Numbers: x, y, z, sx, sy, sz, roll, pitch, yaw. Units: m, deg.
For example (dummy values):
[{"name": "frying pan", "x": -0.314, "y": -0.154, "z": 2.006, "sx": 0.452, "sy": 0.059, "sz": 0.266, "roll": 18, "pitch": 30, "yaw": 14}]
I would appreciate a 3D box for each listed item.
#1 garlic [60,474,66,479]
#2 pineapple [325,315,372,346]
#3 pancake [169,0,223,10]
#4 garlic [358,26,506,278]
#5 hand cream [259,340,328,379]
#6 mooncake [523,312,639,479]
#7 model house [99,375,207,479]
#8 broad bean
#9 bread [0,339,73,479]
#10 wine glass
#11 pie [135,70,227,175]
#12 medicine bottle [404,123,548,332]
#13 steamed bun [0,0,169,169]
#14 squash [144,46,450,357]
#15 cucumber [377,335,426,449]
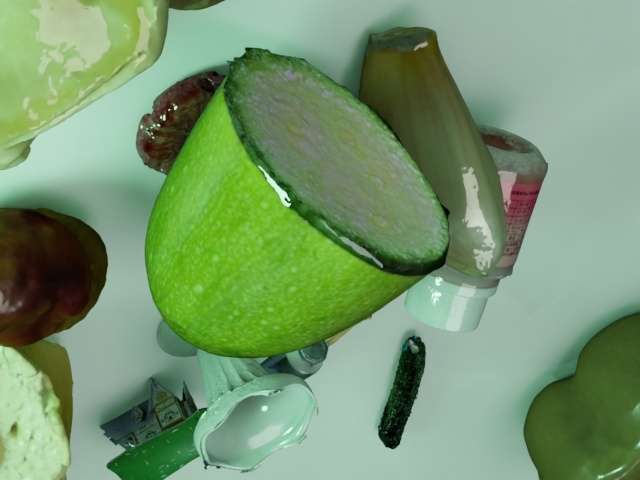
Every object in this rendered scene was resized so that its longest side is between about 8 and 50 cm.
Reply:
[{"name": "garlic", "x": -0.407, "y": 0.371, "z": 2.008, "sx": 0.245, "sy": 0.253, "sz": 0.245, "roll": -28, "pitch": 147, "yaw": -20}, {"name": "pineapple", "x": 0.007, "y": 0.110, "z": 2.147, "sx": 0.137, "sy": 0.069, "sz": 0.116, "roll": -3, "pitch": 136, "yaw": -38}, {"name": "pancake", "x": -0.103, "y": -0.338, "z": 1.508, "sx": 0.294, "sy": 0.049, "sz": 0.294, "roll": -18, "pitch": 144, "yaw": -14}, {"name": "garlic", "x": 0.124, "y": -0.104, "z": 1.855, "sx": 0.143, "sy": 0.112, "sz": 0.318, "roll": -7, "pitch": 120, "yaw": 30}, {"name": "hand cream", "x": -0.062, "y": 0.180, "z": 2.145, "sx": 0.088, "sy": 0.055, "sz": 0.256, "roll": -8, "pitch": 165, "yaw": -31}, {"name": "mooncake", "x": 0.563, "y": 0.320, "z": 2.676, "sx": 0.467, "sy": 0.262, "sz": 0.467, "roll": -19, "pitch": 146, "yaw": -14}, {"name": "model house", "x": -0.213, "y": 0.249, "z": 2.136, "sx": 0.167, "sy": 0.088, "sz": 0.117, "roll": -31, "pitch": 146, "yaw": 3}, {"name": "broad bean", "x": -0.322, "y": 0.040, "z": 1.738, "sx": 0.228, "sy": 0.122, "sz": 0.156, "roll": 8, "pitch": 88, "yaw": -49}, {"name": "bread", "x": -0.381, "y": 0.225, "z": 1.843, "sx": 0.184, "sy": 0.211, "sz": 0.224, "roll": -9, "pitch": 168, "yaw": 0}, {"name": "wine glass", "x": -0.114, "y": 0.171, "z": 2.019, "sx": 0.165, "sy": 0.196, "sz": 0.165, "roll": -22, "pitch": 147, "yaw": -15}, {"name": "pie", "x": -0.134, "y": -0.126, "z": 1.765, "sx": 0.154, "sy": 0.038, "sz": 0.153, "roll": -22, "pitch": 146, "yaw": -16}, {"name": "medicine bottle", "x": 0.187, "y": -0.015, "z": 2.004, "sx": 0.147, "sy": 0.147, "sz": 0.247, "roll": 1, "pitch": 114, "yaw": -39}, {"name": "steamed bun", "x": -0.324, "y": -0.162, "z": 1.474, "sx": 0.428, "sy": 0.189, "sz": 0.247, "roll": -24, "pitch": 120, "yaw": 3}, {"name": "squash", "x": -0.073, "y": 0.004, "z": 1.706, "sx": 0.310, "sy": 0.310, "sz": 0.309, "roll": 15, "pitch": 129, "yaw": -47}, {"name": "cucumber", "x": 0.127, "y": 0.228, "z": 2.412, "sx": 0.044, "sy": 0.043, "sz": 0.256, "roll": -19, "pitch": 144, "yaw": -25}]
